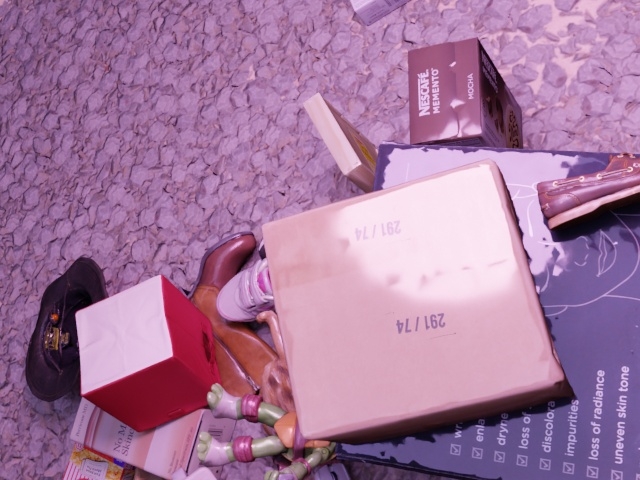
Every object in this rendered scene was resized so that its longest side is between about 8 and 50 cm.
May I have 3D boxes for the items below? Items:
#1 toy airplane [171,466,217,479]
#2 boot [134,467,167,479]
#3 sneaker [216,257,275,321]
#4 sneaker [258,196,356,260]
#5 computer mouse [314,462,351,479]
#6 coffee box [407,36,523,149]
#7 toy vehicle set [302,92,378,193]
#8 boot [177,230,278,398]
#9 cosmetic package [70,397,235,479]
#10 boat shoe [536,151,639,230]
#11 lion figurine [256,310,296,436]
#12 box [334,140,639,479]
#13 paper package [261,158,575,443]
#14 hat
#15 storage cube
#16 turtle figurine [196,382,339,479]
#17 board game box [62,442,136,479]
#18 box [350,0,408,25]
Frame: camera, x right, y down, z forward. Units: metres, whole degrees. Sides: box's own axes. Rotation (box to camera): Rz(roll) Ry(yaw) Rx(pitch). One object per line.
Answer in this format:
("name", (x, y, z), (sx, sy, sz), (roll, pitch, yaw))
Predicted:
("toy airplane", (-0.152, 0.556, 1.309), (0.384, 0.386, 0.272), (29, 80, 31))
("boot", (-0.349, 0.607, 1.568), (0.211, 0.104, 0.295), (-51, 45, 23))
("sneaker", (-0.102, 0.079, 1.504), (0.252, 0.111, 0.103), (-29, 77, 22))
("sneaker", (0.000, 0.000, 1.557), (0.271, 0.100, 0.108), (-17, 74, 22))
("computer mouse", (0.027, 0.429, 1.417), (0.042, 0.106, 0.193), (-21, 81, 64))
("coffee box", (0.253, -0.196, 1.363), (0.118, 0.297, 0.168), (-6, 73, 26))
("toy vehicle set", (0.075, -0.145, 1.460), (0.035, 0.267, 0.166), (-35, 62, 13))
("boot", (-0.160, 0.154, 1.600), (0.264, 0.096, 0.280), (-44, 64, 3))
("cosmetic package", (-0.333, 0.371, 1.604), (0.296, 0.129, 0.153), (9, 80, 30))
("boat shoe", (0.386, -0.078, 1.046), (0.207, 0.073, 0.073), (-18, 74, 13))
("lion figurine", (0.038, 0.199, 1.458), (0.392, 0.142, 0.240), (-30, 73, 12))
("box", (0.310, 0.125, 1.213), (0.471, 0.297, 0.480), (6, 78, 18))
("paper package", (0.121, 0.086, 1.044), (0.324, 0.168, 0.310), (-17, 70, 15))
("hat", (-0.502, 0.202, 1.734), (0.331, 0.134, 0.331), (-25, 55, 41))
("storage cube", (-0.316, 0.211, 1.479), (0.215, 0.193, 0.184), (-23, 53, 8))
("turtle figurine", (-0.067, 0.289, 1.293), (0.266, 0.274, 0.198), (-2, 87, 14))
("board game box", (-0.474, 0.523, 1.682), (0.146, 0.045, 0.194), (14, 83, 30))
("box", (0.115, -0.540, 1.664), (0.126, 0.072, 0.137), (-27, 66, 19))
